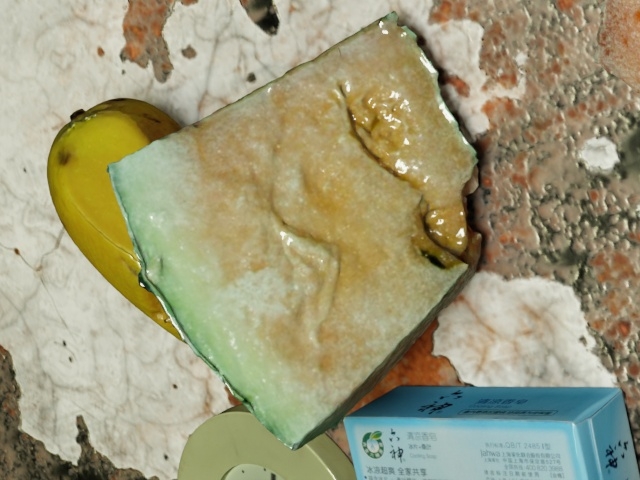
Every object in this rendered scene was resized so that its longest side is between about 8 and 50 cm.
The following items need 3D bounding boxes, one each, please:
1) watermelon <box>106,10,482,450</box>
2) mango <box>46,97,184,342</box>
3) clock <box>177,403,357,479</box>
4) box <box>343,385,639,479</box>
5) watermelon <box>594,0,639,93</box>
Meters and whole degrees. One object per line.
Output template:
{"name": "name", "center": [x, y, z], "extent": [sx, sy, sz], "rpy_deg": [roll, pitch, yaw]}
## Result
{"name": "watermelon", "center": [-0.010, 0.006, 1.373], "extent": [0.264, 0.302, 0.151], "rpy_deg": [56, 158, 0]}
{"name": "mango", "center": [-0.133, -0.009, 1.505], "extent": [0.130, 0.167, 0.262], "rpy_deg": [-40, 61, 9]}
{"name": "clock", "center": [-0.041, 0.263, 1.636], "extent": [0.235, 0.029, 0.235], "rpy_deg": [17, 117, 36]}
{"name": "box", "center": [0.141, 0.196, 1.420], "extent": [0.232, 0.083, 0.143], "rpy_deg": [-4, 105, 42]}
{"name": "watermelon", "center": [0.295, -0.127, 1.150], "extent": [0.256, 0.140, 0.193], "rpy_deg": [24, 126, 42]}
